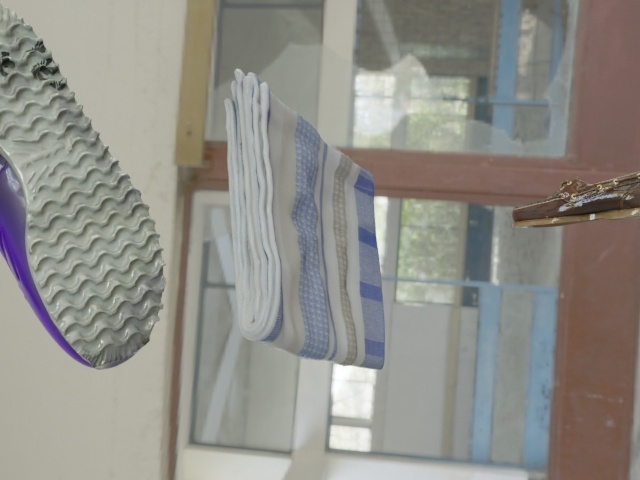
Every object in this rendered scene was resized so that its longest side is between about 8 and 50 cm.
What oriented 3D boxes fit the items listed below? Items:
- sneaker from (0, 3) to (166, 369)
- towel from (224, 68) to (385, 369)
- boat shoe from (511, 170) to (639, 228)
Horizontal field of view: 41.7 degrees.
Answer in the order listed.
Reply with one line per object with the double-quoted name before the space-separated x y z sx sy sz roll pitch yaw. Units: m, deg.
"sneaker" -0.226 -0.031 0.672 0.146 0.102 0.293 -29 86 54
"towel" 0.000 0.000 0.722 0.285 0.034 0.209 30 -127 -64
"boat shoe" 0.386 -0.059 1.247 0.073 0.207 0.073 -2 -95 -75
